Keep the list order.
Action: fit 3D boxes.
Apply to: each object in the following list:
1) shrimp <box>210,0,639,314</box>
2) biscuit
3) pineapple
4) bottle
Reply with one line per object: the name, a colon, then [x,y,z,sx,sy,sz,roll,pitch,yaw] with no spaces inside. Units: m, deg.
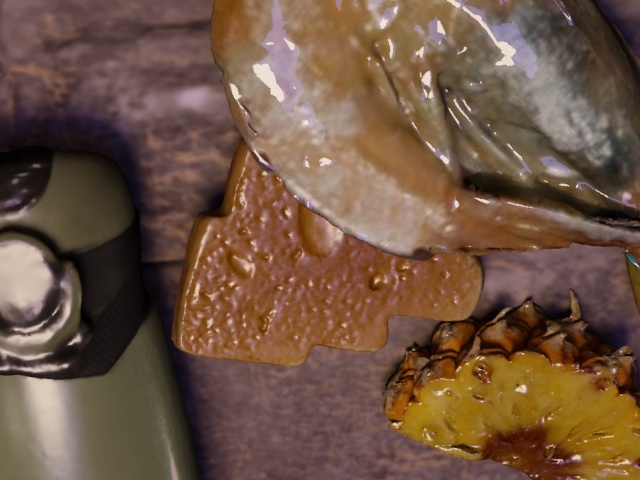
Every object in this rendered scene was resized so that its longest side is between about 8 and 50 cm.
shrimp: [0.120,-0.061,0.743,0.445,0.110,0.221,37,89,-19]
biscuit: [0.000,0.000,0.790,0.238,0.041,0.212,-34,111,-6]
pineapple: [0.170,0.110,0.849,0.233,0.079,0.135,21,108,-13]
bottle: [-0.172,0.102,0.775,0.168,0.168,0.347,-7,111,-1]
